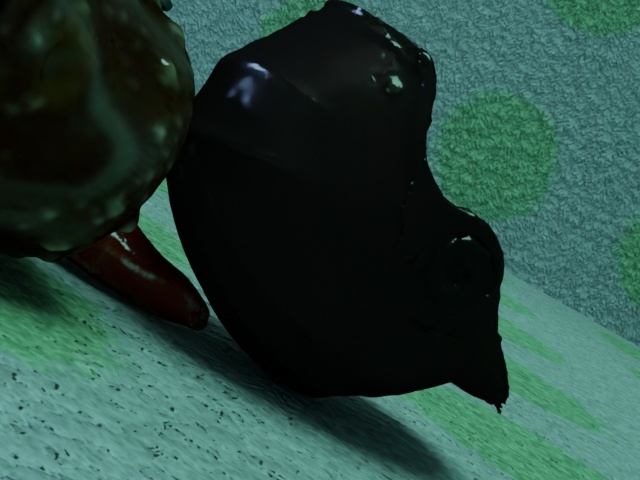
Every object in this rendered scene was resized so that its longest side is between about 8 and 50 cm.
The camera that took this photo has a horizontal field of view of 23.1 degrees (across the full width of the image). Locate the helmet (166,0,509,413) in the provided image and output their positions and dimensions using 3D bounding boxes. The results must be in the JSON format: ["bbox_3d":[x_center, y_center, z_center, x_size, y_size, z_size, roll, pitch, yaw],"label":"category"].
[{"bbox_3d":[0.000,0.000,1.057,0.225,0.177,0.305,175,-104,-74],"label":"helmet"}]

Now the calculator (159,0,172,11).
[{"bbox_3d":[-0.145,-0.199,1.005,0.094,0.019,0.141,22,-24,53],"label":"calculator"}]

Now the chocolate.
[{"bbox_3d":[-0.207,-0.111,0.960,0.210,0.225,0.340,43,-5,-39],"label":"chocolate"}]

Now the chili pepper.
[{"bbox_3d":[-0.179,-0.023,1.083,0.272,0.063,0.071,35,20,25],"label":"chili pepper"}]
